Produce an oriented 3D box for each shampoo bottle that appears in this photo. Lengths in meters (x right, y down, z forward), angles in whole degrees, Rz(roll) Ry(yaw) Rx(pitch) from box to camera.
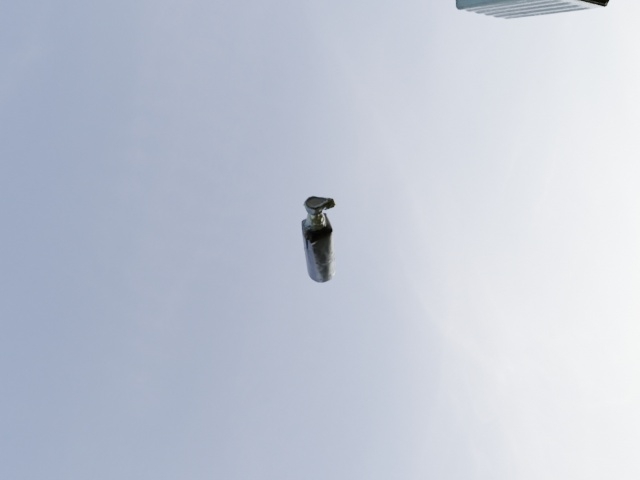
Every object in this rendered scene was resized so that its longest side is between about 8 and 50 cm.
[{"bbox_3d":[-0.001,-0.001,0.763,0.064,0.057,0.207,-19,-36,-10],"label":"shampoo bottle"}]

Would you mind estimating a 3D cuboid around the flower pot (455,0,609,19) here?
[{"bbox_3d":[0.324,-0.454,0.616,0.209,0.189,0.239,26,-84,-34],"label":"flower pot"}]
